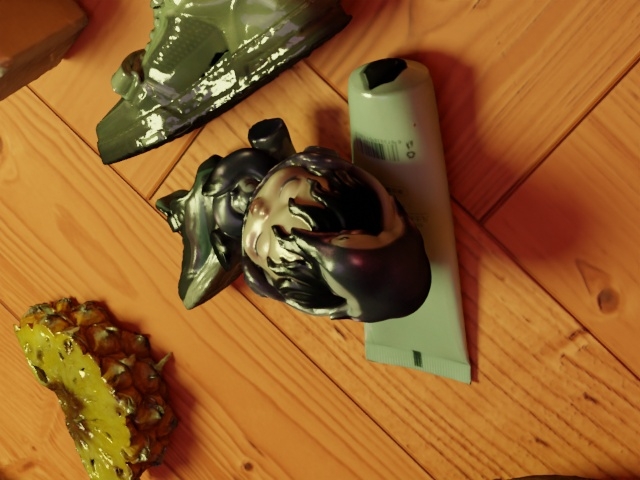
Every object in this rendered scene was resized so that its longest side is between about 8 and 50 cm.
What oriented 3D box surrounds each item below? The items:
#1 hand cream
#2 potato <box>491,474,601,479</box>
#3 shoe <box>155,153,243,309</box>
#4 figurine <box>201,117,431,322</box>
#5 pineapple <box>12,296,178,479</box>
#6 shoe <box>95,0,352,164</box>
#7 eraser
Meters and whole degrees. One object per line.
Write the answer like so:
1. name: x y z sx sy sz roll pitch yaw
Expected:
1. hand cream: 0.072 -0.012 1.548 0.109 0.067 0.320 11 125 27
2. potato: 0.190 0.311 1.550 0.289 0.301 0.237 23 109 -20
3. shoe: -0.111 -0.017 1.646 0.099 0.071 0.169 36 124 14
4. figurine: 0.000 0.000 1.499 0.222 0.145 0.145 37 136 49
5. pineapple: -0.213 0.156 1.794 0.135 0.079 0.233 -19 104 35
6. shoe: -0.114 -0.182 1.537 0.293 0.109 0.149 -27 95 35
7. eraser: -0.379 -0.280 1.617 0.343 0.144 0.078 46 131 1
